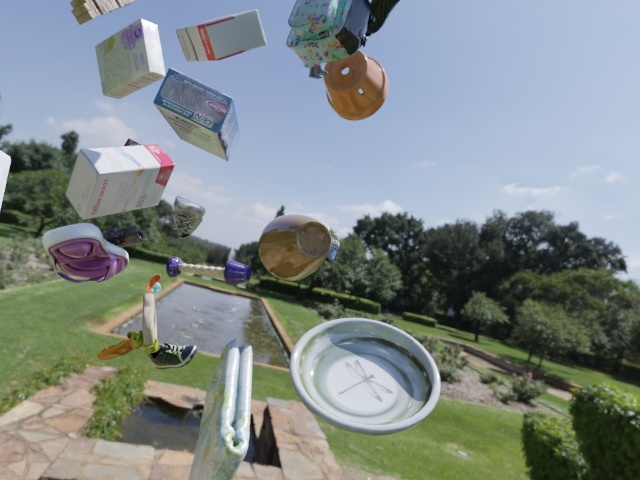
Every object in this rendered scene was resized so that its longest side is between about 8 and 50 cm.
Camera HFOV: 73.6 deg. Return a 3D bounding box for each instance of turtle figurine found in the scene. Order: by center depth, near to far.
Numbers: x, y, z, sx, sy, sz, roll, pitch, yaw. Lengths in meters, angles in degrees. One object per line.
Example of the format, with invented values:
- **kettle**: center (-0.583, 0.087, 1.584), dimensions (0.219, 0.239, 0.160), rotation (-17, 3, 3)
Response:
- **turtle figurine**: center (-0.005, -0.762, 1.665), dimensions (0.118, 0.234, 0.175), rotation (3, 10, -2)

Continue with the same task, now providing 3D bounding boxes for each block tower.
- **block tower**: center (-0.943, -1.059, 1.886), dimensions (0.097, 0.336, 0.091), rotation (-4, -51, 27)

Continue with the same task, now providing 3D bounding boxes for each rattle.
- **rattle**: center (-0.483, 0.193, 1.101), dimensions (0.142, 0.200, 0.130), rotation (-8, -10, -2)

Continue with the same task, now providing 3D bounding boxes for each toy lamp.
- **toy lamp**: center (-0.354, 0.097, 1.358), dimensions (0.274, 0.080, 0.080), rotation (2, -7, 15)

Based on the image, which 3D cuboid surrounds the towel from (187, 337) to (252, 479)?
- **towel**: center (-0.266, 0.493, 1.125), dimensions (0.090, 0.321, 0.374), rotation (15, 25, -15)

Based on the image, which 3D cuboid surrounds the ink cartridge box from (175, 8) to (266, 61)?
- **ink cartridge box**: center (-0.342, -0.690, 1.451), dimensions (0.197, 0.114, 0.272), rotation (-31, 33, -25)

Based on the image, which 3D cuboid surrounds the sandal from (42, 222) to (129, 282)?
- **sandal**: center (-0.620, 0.066, 1.136), dimensions (0.169, 0.102, 0.416), rotation (-16, -13, -14)

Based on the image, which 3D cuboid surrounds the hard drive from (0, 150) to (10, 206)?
- **hard drive**: center (-0.820, -0.165, 0.881), dimensions (0.047, 0.233, 0.353), rotation (-6, -21, 6)

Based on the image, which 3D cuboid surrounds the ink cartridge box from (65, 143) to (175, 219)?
- **ink cartridge box**: center (-0.713, -0.218, 1.540), dimensions (0.131, 0.226, 0.306), rotation (49, 33, 14)

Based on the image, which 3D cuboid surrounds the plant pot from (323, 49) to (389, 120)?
- **plant pot**: center (0.139, -0.708, 1.892), dimensions (0.290, 0.291, 0.203), rotation (12, -3, 23)

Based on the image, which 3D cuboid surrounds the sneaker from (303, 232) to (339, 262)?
- **sneaker**: center (-0.073, 0.042, 2.072), dimensions (0.329, 0.147, 0.130), rotation (11, -5, -12)

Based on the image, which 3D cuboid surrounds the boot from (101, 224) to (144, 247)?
- **boot**: center (-0.667, 0.017, 1.326), dimensions (0.228, 0.091, 0.263), rotation (-14, -3, -25)

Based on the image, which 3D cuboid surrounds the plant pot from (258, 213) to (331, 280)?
- **plant pot**: center (-0.061, 0.013, 1.415), dimensions (0.237, 0.237, 0.254), rotation (15, -11, -19)

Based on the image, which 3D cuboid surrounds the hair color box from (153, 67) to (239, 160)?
- **hair color box**: center (-0.330, -0.337, 1.206), dimensions (0.173, 0.105, 0.347), rotation (24, -3, -7)

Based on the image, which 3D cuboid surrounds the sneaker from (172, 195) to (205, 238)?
- **sneaker**: center (-0.485, -0.072, 1.558), dimensions (0.105, 0.115, 0.281), rotation (23, -17, -2)

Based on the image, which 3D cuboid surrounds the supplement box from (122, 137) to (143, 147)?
- **supplement box**: center (-0.786, -0.318, 1.785), dimensions (0.073, 0.130, 0.239), rotation (27, -15, -13)

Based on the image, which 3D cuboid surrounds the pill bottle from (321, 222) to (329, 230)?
- **pill bottle**: center (0.000, 0.000, 1.831), dimensions (0.078, 0.078, 0.137), rotation (13, -47, 14)

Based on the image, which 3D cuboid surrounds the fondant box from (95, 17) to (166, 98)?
- **fondant box**: center (-0.863, -0.812, 1.933), dimensions (0.330, 0.239, 0.096), rotation (-10, 0, 28)

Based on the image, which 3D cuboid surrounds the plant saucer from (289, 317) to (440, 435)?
- **plant saucer**: center (0.113, 0.373, 1.155), dimensions (0.400, 0.101, 0.400), rotation (4, 28, -2)

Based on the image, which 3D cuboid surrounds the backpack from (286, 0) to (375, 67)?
- **backpack**: center (0.009, -0.667, 1.330), dimensions (0.253, 0.225, 0.191), rotation (-2, -26, 46)

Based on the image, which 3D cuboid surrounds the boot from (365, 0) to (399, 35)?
- **boot**: center (0.212, -0.796, 1.413), dimensions (0.094, 0.247, 0.207), rotation (31, 22, -11)

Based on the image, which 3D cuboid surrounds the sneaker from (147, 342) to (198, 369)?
- **sneaker**: center (-0.603, 0.456, 1.712), dimensions (0.234, 0.084, 0.097), rotation (-21, -63, 22)
